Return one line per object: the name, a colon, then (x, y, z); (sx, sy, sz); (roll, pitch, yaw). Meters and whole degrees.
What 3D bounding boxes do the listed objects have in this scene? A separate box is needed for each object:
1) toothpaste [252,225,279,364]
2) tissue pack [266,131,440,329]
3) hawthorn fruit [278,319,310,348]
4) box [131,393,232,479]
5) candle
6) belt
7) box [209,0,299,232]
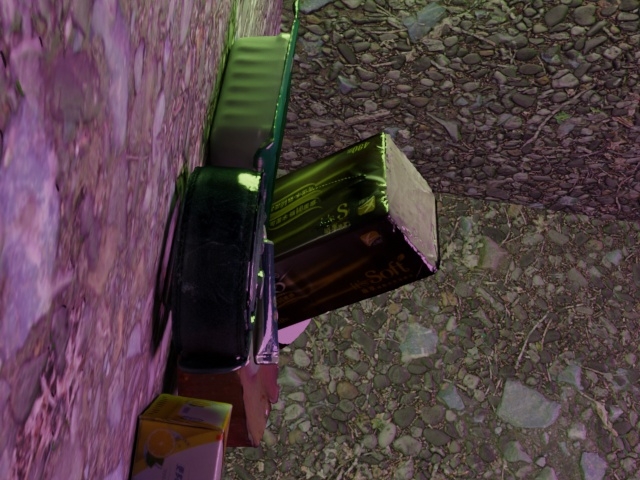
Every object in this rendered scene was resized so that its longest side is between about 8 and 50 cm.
toothpaste: (-0.079, 0.074, 1.201); (0.057, 0.034, 0.197); (12, 73, -57)
tissue pack: (0.000, 0.000, 1.472); (0.198, 0.369, 0.210); (44, 34, -40)
hawthorn fruit: (-0.131, 0.140, 1.714); (0.251, 0.189, 0.190); (-33, -136, 56)
box: (-0.176, 0.330, 1.028); (0.168, 0.097, 0.265); (137, -39, -86)
candle: (-0.145, 0.144, 1.269); (0.317, 0.131, 0.287); (-80, 166, -71)
belt: (-0.125, 0.036, 1.042); (0.206, 0.116, 0.268); (96, -2, -57)
box: (-0.109, -0.186, 1.363); (0.264, 0.105, 0.337); (102, -5, -54)
